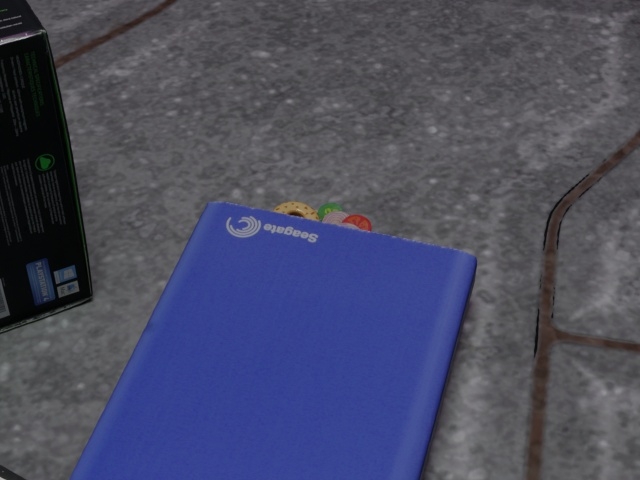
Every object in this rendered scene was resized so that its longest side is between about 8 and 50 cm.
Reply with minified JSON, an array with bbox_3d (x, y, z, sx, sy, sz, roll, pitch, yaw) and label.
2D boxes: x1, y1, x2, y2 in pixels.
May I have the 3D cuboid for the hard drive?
[{"bbox_3d":[-0.031,0.113,0.769,0.210,0.040,0.319,12,49,11],"label":"hard drive"}]

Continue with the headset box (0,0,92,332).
[{"bbox_3d":[-0.291,-0.108,0.867,0.131,0.246,0.283,-20,46,-21],"label":"headset box"}]

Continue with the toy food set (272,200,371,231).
[{"bbox_3d":[0.000,0.000,0.918,0.082,0.020,0.083,-1,43,-2],"label":"toy food set"}]

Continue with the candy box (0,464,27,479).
[{"bbox_3d":[-0.130,0.209,0.597,0.233,0.159,0.071,23,46,21],"label":"candy box"}]
